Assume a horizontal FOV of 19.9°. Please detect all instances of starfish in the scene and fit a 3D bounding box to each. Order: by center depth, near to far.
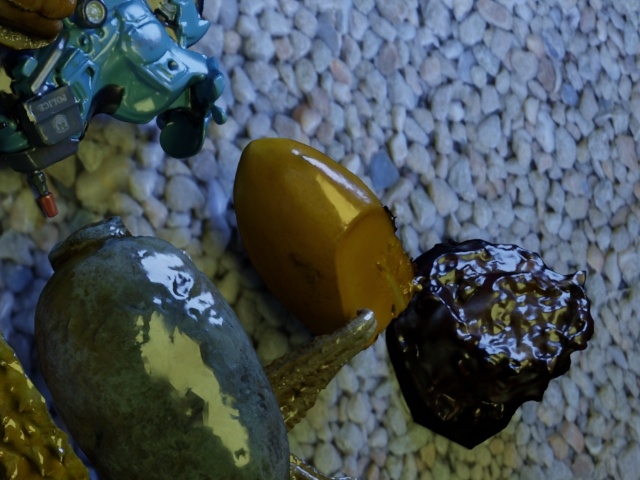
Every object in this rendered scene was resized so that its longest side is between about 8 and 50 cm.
[{"bbox_3d":[-0.091,0.183,1.708,0.375,0.094,0.327,26,79,-19],"label":"starfish"}]

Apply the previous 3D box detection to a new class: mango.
[{"bbox_3d":[0.000,0.000,1.788,0.126,0.154,0.252,-49,121,-23],"label":"mango"}]

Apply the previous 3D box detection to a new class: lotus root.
[{"bbox_3d":[-0.127,0.141,1.568,0.175,0.175,0.349,-33,89,-40],"label":"lotus root"}]

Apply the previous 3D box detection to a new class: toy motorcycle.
[{"bbox_3d":[-0.193,-0.139,1.673,0.272,0.123,0.182,-31,108,-35],"label":"toy motorcycle"}]

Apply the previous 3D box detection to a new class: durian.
[{"bbox_3d":[-0.267,0.149,1.507,0.185,0.195,0.305,-30,104,-34],"label":"durian"}]

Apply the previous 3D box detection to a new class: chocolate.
[{"bbox_3d":[0.204,0.091,1.942,0.206,0.177,0.224,29,62,-34],"label":"chocolate"}]

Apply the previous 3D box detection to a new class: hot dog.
[{"bbox_3d":[-0.265,-0.206,1.531,0.140,0.090,0.060,34,24,-49],"label":"hot dog"}]

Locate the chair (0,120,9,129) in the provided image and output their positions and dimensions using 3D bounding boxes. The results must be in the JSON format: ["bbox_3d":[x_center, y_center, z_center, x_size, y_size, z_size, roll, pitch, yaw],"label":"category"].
[{"bbox_3d":[-0.401,-0.093,1.461,0.247,0.172,0.159,-27,104,3],"label":"chair"}]
